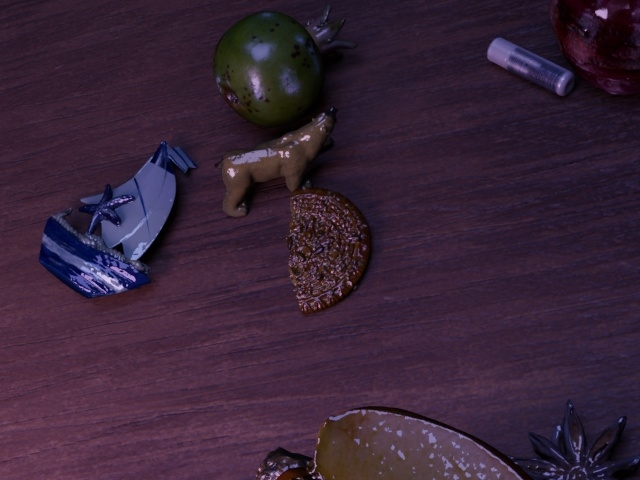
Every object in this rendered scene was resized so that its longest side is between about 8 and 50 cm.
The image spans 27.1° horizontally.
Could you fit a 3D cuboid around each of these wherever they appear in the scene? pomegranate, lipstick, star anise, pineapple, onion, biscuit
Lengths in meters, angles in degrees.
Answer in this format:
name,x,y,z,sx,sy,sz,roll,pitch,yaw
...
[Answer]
name,x,y,z,sx,sy,sz,roll,pitch,yaw
pomegranate,-0.054,-0.279,2.054,0.224,0.181,0.181,-31,53,-24
lipstick,0.313,-0.258,1.975,0.141,0.040,0.040,34,76,32
star anise,0.319,0.300,1.630,0.195,0.065,0.182,-35,60,-8
pineapple,-0.050,0.370,1.707,0.108,0.108,0.198,11,77,25
onion,0.472,-0.389,1.870,0.282,0.260,0.337,33,75,27
biscuit,0.011,0.004,1.932,0.126,0.025,0.206,-12,61,10

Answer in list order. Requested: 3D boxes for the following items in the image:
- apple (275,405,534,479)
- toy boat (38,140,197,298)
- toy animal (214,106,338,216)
name,x,y,z,sx,sy,sz,roll,pitch,yaw
apple,0.094,0.372,1.532,0.328,0.295,0.365,-30,62,-32
toy boat,-0.324,-0.037,2.064,0.210,0.070,0.292,6,59,18
toy animal,-0.063,-0.125,1.995,0.218,0.101,0.103,-16,56,11
